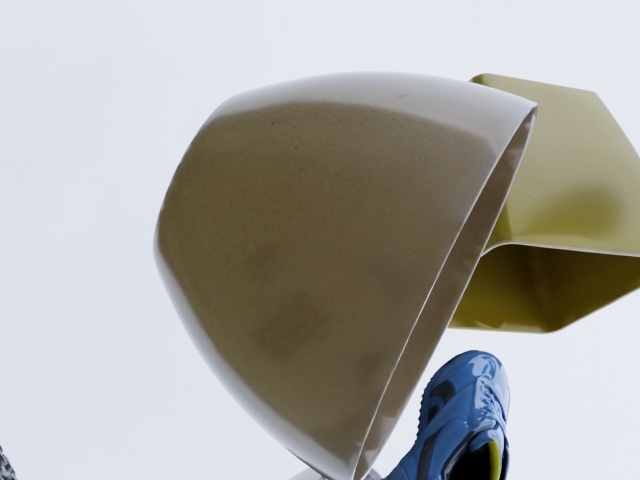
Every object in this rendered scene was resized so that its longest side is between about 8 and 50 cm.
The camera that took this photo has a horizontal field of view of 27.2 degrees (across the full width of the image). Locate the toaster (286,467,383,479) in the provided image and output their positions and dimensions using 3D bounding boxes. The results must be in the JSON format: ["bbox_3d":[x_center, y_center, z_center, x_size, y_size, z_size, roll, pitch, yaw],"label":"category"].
[{"bbox_3d":[-0.003,0.311,1.246,0.129,0.146,0.227,-13,-85,43],"label":"toaster"}]

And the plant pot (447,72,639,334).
[{"bbox_3d":[0.182,-0.036,1.247,0.212,0.212,0.187,-40,-129,53],"label":"plant pot"}]

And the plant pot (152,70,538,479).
[{"bbox_3d":[0.000,0.000,0.893,0.191,0.284,0.284,25,-74,10],"label":"plant pot"}]

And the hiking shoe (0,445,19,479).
[{"bbox_3d":[-0.226,0.135,0.689,0.114,0.227,0.086,-33,-117,-11],"label":"hiking shoe"}]

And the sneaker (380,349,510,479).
[{"bbox_3d":[0.100,0.133,0.857,0.082,0.209,0.069,-30,-78,35],"label":"sneaker"}]
